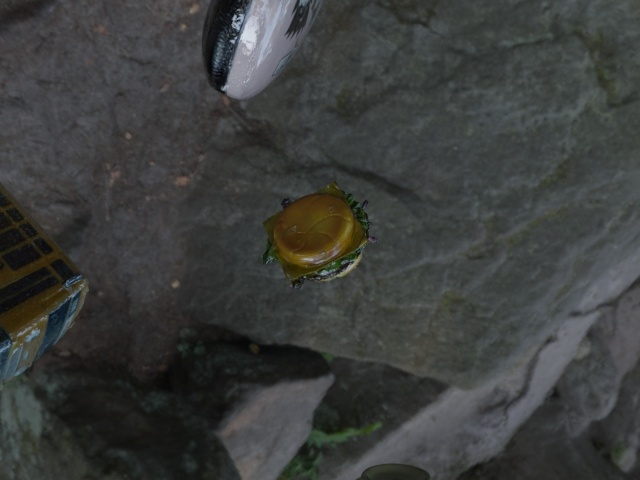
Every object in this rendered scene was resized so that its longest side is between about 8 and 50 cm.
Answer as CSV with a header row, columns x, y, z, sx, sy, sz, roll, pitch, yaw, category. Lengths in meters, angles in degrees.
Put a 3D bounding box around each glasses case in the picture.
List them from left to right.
x,y,z,sx,sy,sz,roll,pitch,yaw,category
-0.029,-0.219,0.569,0.314,0.075,0.122,-76,-168,-53,glasses case

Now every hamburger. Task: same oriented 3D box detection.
x,y,z,sx,sy,sz,roll,pitch,yaw,category
-0.004,0.000,1.112,0.190,0.164,0.093,-16,143,6,hamburger

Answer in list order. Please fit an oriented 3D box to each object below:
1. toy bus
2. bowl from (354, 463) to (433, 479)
x,y,z,sx,sy,sz,roll,pitch,yaw,category
-0.249,0.010,0.479,0.103,0.182,0.091,-37,169,-45,toy bus
0.137,0.485,1.247,0.238,0.238,0.126,-1,91,-59,bowl
